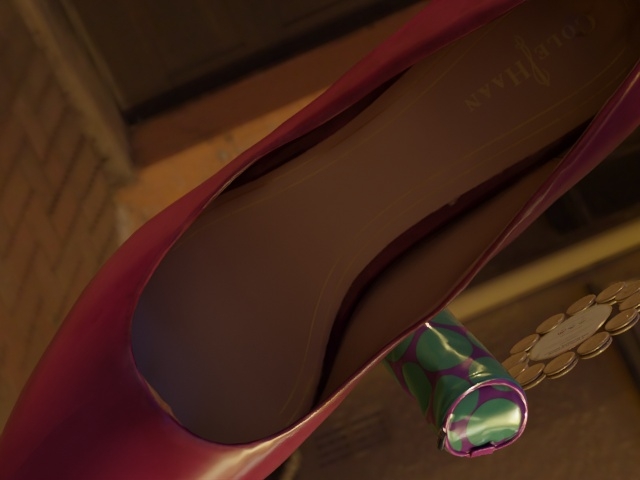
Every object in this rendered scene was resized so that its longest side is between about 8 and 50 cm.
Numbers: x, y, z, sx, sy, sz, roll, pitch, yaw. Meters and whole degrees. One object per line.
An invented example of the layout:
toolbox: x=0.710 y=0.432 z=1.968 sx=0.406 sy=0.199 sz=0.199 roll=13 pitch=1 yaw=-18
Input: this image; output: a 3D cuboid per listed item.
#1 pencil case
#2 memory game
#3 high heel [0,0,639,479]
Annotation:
pencil case: x=0.073 y=0.081 z=0.965 sx=0.152 sy=0.064 sz=0.070 roll=50 pitch=-45 yaw=49
memory game: x=0.259 y=0.097 z=1.479 sx=0.012 sy=0.186 sz=0.186 roll=56 pitch=7 yaw=-7
high heel: x=0.000 y=0.000 z=0.603 sx=0.127 sy=0.377 sz=0.181 roll=44 pitch=-9 yaw=-1
